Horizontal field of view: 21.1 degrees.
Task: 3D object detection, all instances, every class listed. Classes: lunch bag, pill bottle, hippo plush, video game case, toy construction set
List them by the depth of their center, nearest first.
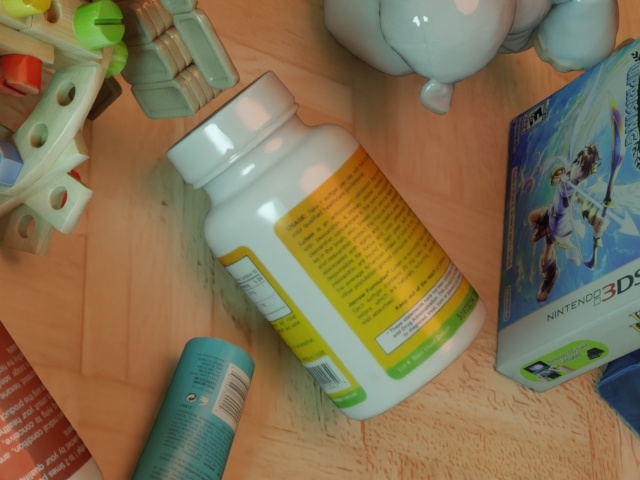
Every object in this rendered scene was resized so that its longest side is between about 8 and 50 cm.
[{"bbox_3d":[-0.208,0.133,1.037,0.121,0.121,0.216,-36,93,-45],"label":"pill bottle"},{"bbox_3d":[-0.212,-0.105,1.046,0.327,0.151,0.215,35,53,-68],"label":"toy construction set"},{"bbox_3d":[0.000,0.000,1.275,0.246,0.136,0.136,52,45,-7],"label":"pill bottle"},{"bbox_3d":[0.253,-0.037,1.436,0.061,0.244,0.269,26,53,-28],"label":"video game case"},{"bbox_3d":[0.142,-0.196,1.455,0.236,0.294,0.234,-42,130,-26],"label":"hippo plush"},{"bbox_3d":[0.295,0.124,1.515,0.098,0.067,0.065,47,46,-10],"label":"lunch bag"}]

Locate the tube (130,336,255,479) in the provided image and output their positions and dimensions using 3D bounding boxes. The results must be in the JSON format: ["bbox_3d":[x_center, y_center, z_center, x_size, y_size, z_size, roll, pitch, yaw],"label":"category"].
[{"bbox_3d":[-0.098,0.165,1.171,0.080,0.052,0.207,31,56,-19],"label":"tube"}]

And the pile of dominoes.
[{"bbox_3d":[-0.154,-0.197,1.166,0.040,0.196,0.251,-43,116,-32],"label":"pile of dominoes"}]

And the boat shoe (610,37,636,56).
[{"bbox_3d":[0.312,-0.078,1.621,0.079,0.095,0.254,20,47,-19],"label":"boat shoe"}]
